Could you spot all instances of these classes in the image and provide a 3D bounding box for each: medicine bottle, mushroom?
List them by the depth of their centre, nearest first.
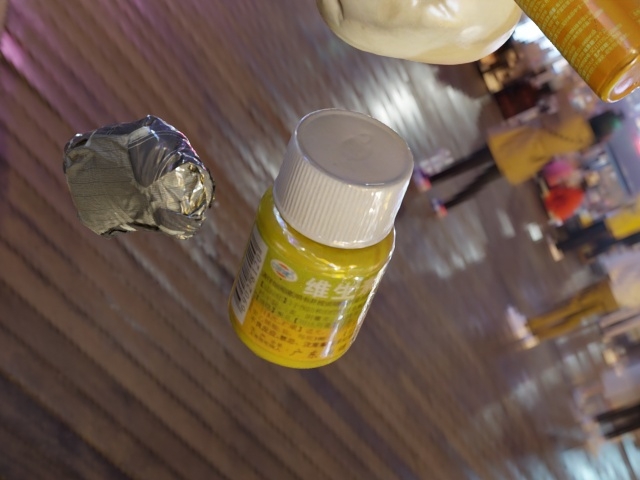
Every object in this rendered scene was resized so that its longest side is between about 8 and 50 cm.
[{"bbox_3d":[0.260,-0.237,1.255,0.192,0.096,0.096,54,11,18],"label":"medicine bottle"},{"bbox_3d":[0.144,-0.391,1.898,0.315,0.315,0.356,55,21,-36],"label":"mushroom"},{"bbox_3d":[0.000,0.000,1.949,0.224,0.224,0.384,-97,-160,-46],"label":"medicine bottle"}]

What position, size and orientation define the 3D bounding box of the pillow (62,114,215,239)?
[{"bbox_3d":[-0.246,-0.076,1.636,0.092,0.335,0.162,-30,106,-34],"label":"pillow"}]
